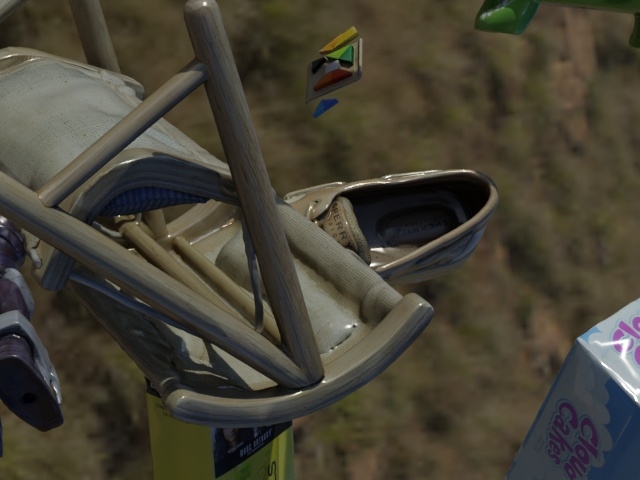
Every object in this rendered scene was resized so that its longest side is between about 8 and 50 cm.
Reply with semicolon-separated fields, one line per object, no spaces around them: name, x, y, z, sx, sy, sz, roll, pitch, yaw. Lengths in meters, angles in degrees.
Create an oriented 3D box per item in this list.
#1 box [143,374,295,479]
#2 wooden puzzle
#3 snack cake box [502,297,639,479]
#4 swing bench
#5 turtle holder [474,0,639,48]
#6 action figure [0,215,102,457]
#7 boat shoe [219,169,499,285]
box;-0.062;0.179;1.260;0.087;0.058;0.232;-30;128;-46
wooden puzzle;0.013;-0.180;1.988;0.014;0.078;0.116;49;20;-33
snack cake box;0.205;0.138;1.231;0.152;0.089;0.264;-26;151;-32
swing bench;-0.105;-0.029;1.097;0.254;0.165;0.253;55;-10;-33
turtle holder;0.246;-0.294;1.716;0.320;0.243;0.227;-14;111;-72
action figure;-0.258;0.046;1.469;0.099;0.185;0.285;52;17;-39
boat shoe;0.000;0.000;1.703;0.121;0.341;0.110;65;-24;15
